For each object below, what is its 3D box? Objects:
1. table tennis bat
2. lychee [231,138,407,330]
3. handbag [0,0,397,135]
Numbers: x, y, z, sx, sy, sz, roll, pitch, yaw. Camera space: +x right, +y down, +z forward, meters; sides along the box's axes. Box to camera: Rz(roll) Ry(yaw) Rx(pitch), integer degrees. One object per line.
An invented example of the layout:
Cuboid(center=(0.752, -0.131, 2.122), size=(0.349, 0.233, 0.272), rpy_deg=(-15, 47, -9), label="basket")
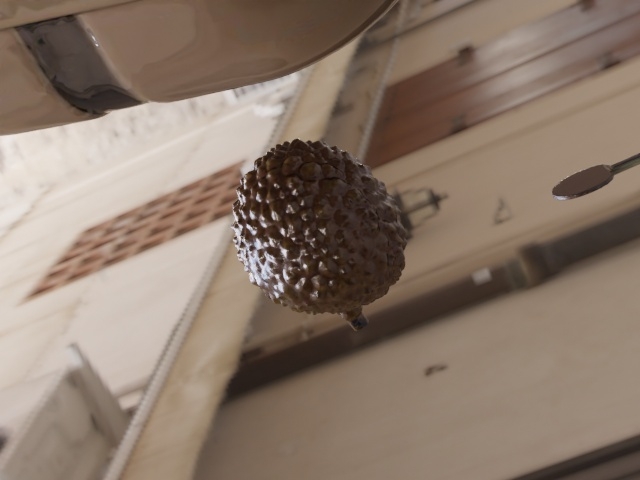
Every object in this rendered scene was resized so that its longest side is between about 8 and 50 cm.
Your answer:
Cuboid(center=(0.229, -0.053, 1.064), size=(0.050, 0.083, 0.007), rpy_deg=(-89, -25, -71), label="table tennis bat")
Cuboid(center=(0.000, 0.000, 1.479), size=(0.200, 0.200, 0.238), rpy_deg=(-71, -37, -68), label="lychee")
Cuboid(center=(-0.016, -0.180, 0.444), size=(0.149, 0.283, 0.302), rpy_deg=(60, -139, -31), label="handbag")
